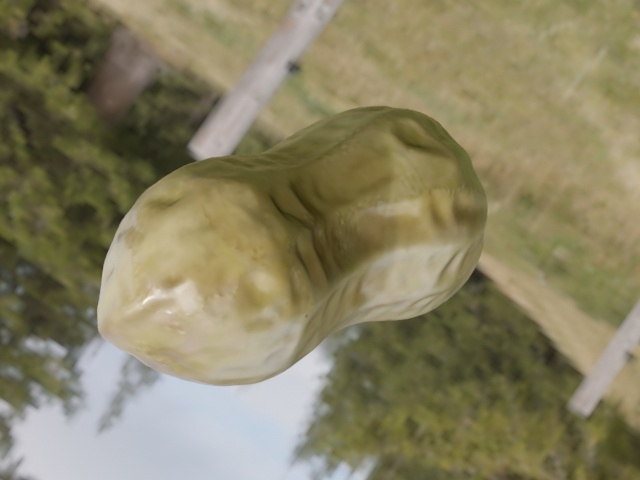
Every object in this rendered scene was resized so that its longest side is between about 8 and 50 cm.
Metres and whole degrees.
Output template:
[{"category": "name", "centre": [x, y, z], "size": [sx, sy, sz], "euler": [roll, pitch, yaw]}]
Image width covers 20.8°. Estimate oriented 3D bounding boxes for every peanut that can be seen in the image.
[{"category": "peanut", "centre": [0.000, 0.000, 0.826], "size": [0.274, 0.125, 0.111], "euler": [-24, -89, -53]}]
